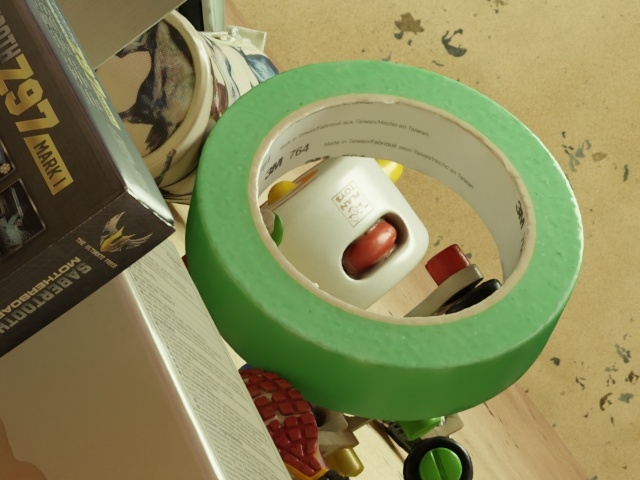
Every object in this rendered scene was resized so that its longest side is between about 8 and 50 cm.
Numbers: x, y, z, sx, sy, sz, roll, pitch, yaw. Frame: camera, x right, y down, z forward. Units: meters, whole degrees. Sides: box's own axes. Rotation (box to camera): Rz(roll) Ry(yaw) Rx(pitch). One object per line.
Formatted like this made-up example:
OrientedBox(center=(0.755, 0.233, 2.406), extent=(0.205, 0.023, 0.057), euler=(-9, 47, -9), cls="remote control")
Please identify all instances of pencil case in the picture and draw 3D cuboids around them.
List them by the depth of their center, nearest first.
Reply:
OrientedBox(center=(-0.137, -0.127, 1.648), extent=(0.410, 0.159, 0.184), euler=(6, 87, -80), cls="pencil case")

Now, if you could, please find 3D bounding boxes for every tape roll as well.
OrientedBox(center=(0.051, -0.007, 1.504), extent=(0.321, 0.321, 0.077), euler=(59, -28, 28), cls="tape roll")

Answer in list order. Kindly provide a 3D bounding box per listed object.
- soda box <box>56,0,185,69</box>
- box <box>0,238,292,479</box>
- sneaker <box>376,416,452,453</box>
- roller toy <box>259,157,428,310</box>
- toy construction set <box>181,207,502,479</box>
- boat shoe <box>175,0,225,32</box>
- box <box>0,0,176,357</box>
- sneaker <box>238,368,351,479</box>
OrientedBox(center=(-0.161, -0.181, 1.303), extent=(0.098, 0.286, 0.091), euler=(53, 9, -10), cls="soda box")
OrientedBox(center=(-0.105, 0.115, 1.011), extent=(0.148, 0.121, 0.311), euler=(45, 13, -53), cls="box")
OrientedBox(center=(0.073, 0.183, 2.069), extent=(0.178, 0.072, 0.077), euler=(47, 20, -2), cls="sneaker")
OrientedBox(center=(0.000, 0.000, 1.854), extent=(0.146, 0.209, 0.191), euler=(53, 14, -7), cls="roller toy")
OrientedBox(center=(0.015, 0.111, 1.635), extent=(0.308, 0.257, 0.237), euler=(33, -13, 5), cls="toy construction set")
OrientedBox(center=(-0.141, -0.213, 1.911), extent=(0.114, 0.091, 0.303), euler=(-82, 170, -50), cls="boat shoe")
OrientedBox(center=(-0.199, -0.049, 0.905), extent=(0.233, 0.183, 0.059), euler=(58, 9, 28), cls="box")
OrientedBox(center=(-0.028, 0.191, 1.384), extent=(0.225, 0.088, 0.093), euler=(54, -22, 33), cls="sneaker")
